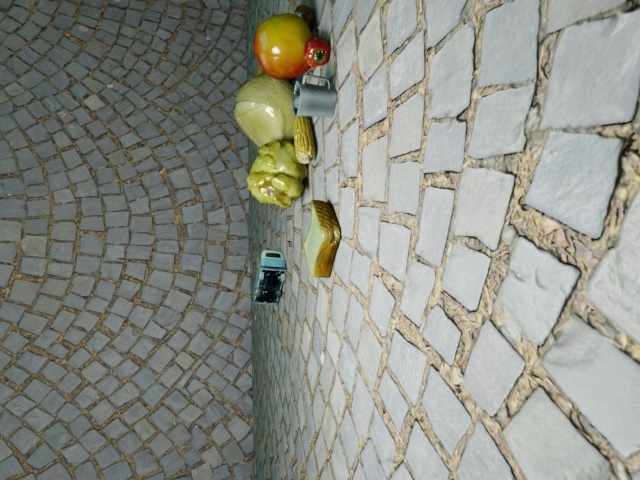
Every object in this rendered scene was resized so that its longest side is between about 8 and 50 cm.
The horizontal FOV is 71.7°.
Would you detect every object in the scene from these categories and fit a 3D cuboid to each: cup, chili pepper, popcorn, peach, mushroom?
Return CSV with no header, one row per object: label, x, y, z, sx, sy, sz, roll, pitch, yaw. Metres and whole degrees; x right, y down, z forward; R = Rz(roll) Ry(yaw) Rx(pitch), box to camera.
cup,-0.021,-0.464,1.417,0.095,0.130,0.128,-110,26,-49
chili pepper,-0.012,-0.627,1.481,0.192,0.084,0.086,-105,6,-56
popcorn,-0.169,-0.248,1.761,0.250,0.235,0.241,-39,28,57
peach,-0.130,-0.713,1.635,0.231,0.231,0.230,-179,90,-74
mushroom,-0.073,-0.802,1.731,0.084,0.071,0.209,45,144,26

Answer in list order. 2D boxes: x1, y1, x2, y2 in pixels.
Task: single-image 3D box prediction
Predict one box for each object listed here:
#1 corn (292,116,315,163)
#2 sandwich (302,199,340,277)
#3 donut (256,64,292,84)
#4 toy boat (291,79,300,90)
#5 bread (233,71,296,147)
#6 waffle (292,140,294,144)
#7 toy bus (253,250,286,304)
corn,-0.061,-0.379,1.649,0.080,0.080,0.238,114,155,-54
sandwich,0.000,0.000,1.446,0.186,0.065,0.214,-106,22,-44
donut,-0.217,-0.712,2.076,0.299,0.150,0.317,113,153,-47
toy boat,-0.098,-0.609,1.892,0.105,0.034,0.149,164,94,-70
bread,-0.205,-0.531,1.827,0.321,0.237,0.320,41,165,14
waffle,-0.142,-0.336,1.989,0.243,0.059,0.237,110,158,-44
toy bus,-0.257,0.183,2.214,0.164,0.133,0.271,-98,20,-45
